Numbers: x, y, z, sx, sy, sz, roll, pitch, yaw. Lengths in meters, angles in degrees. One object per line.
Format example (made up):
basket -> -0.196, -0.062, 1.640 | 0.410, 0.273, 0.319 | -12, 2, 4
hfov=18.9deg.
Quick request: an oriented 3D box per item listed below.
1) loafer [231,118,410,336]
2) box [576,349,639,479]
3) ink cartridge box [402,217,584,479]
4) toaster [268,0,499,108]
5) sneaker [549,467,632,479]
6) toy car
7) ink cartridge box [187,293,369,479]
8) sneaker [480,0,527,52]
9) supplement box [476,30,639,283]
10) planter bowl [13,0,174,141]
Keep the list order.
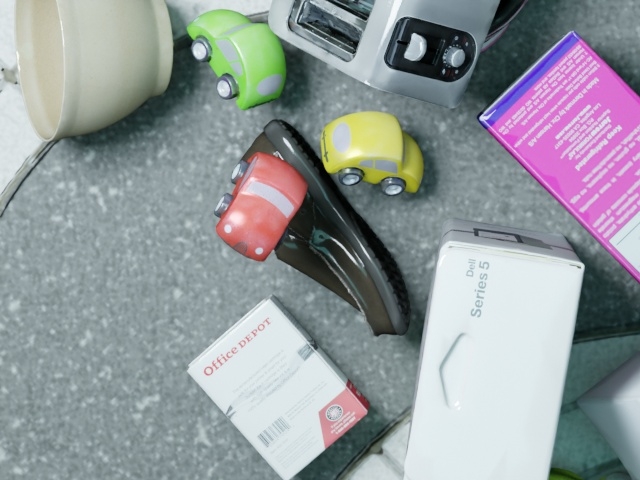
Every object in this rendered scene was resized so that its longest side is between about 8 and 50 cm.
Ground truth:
loafer -> 0.000, 0.000, 1.685 | 0.078, 0.080, 0.220 | -36, 82, 10
box -> 0.423, 0.112, 1.568 | 0.345, 0.168, 0.215 | -37, 91, -11
ink cartridge box -> 0.139, 0.094, 1.578 | 0.115, 0.273, 0.198 | 9, 96, 3
toaster -> 0.058, -0.222, 1.608 | 0.185, 0.110, 0.168 | 34, 108, 43
sneaker -> 0.283, 0.272, 1.689 | 0.240, 0.091, 0.126 | 9, 114, 3
toy car -> -0.033, -0.112, 1.626 | 0.225, 0.239, 0.053 | 56, 137, 12
ink cartridge box -> -0.037, 0.129, 1.702 | 0.099, 0.056, 0.135 | -41, 91, 6
sneaker -> 0.170, -0.235, 1.648 | 0.072, 0.077, 0.178 | 30, 96, 0
supplement box -> 0.249, -0.063, 1.639 | 0.114, 0.111, 0.220 | -43, 91, 6
planter bowl -> -0.191, -0.169, 1.652 | 0.109, 0.162, 0.162 | -6, 95, -23
